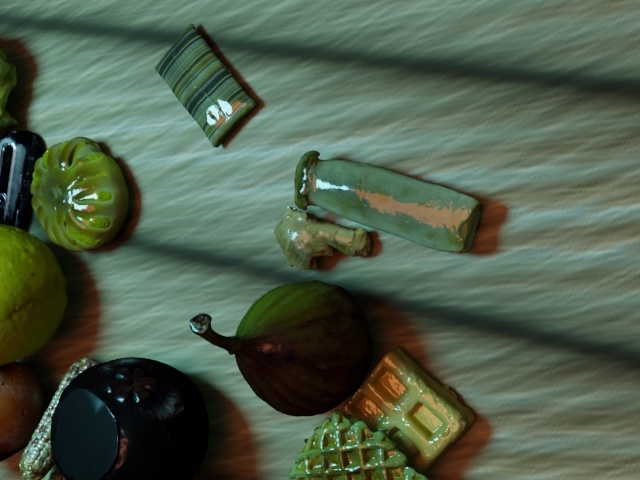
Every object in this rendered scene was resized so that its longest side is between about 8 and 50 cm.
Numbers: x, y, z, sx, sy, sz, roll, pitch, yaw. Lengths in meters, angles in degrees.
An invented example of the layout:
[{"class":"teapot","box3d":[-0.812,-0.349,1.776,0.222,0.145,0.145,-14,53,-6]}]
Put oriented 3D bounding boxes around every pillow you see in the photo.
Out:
[{"class":"pillow","box3d":[-0.205,-0.271,1.604,0.113,0.038,0.203,-45,71,19]}]

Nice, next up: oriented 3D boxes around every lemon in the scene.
[{"class":"lemon","box3d":[-0.600,0.101,1.649,0.258,0.310,0.258,10,111,28]}]

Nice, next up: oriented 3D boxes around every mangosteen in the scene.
[{"class":"mangosteen","box3d":[-0.324,0.340,1.548,0.287,0.233,0.287,-2,85,31]}]

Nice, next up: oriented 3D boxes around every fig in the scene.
[{"class":"fig","box3d":[-0.077,0.152,1.384,0.217,0.321,0.217,-15,69,43]}]

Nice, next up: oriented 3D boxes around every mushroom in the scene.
[{"class":"mushroom","box3d":[0.097,-0.062,1.438,0.312,0.081,0.100,17,104,21]}]

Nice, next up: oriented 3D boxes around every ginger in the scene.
[{"class":"ginger","box3d":[-0.003,0.008,1.490,0.165,0.067,0.096,16,96,20]}]

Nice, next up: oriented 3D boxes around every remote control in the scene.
[{"class":"remote control","box3d":[-0.606,-0.084,1.780,0.090,0.066,0.266,19,97,29]}]

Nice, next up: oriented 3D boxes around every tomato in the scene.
[{"class":"tomato","box3d":[-0.618,0.320,1.707,0.208,0.208,0.184,-1,93,26]}]

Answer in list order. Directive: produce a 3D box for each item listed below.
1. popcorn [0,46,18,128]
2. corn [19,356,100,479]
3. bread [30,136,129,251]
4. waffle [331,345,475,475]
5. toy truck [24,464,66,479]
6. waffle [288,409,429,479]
[{"class":"popcorn","box3d":[-0.710,-0.276,1.752,0.258,0.224,0.270,17,91,18]},{"class":"corn","box3d":[-0.461,0.318,1.649,0.079,0.079,0.237,14,60,25]},{"class":"bread","box3d":[-0.451,-0.082,1.688,0.213,0.105,0.213,1,93,27]},{"class":"waffle","box3d":[0.096,0.316,1.442,0.168,0.057,0.274,44,107,20]},{"class":"toy truck","box3d":[-0.493,0.442,1.711,0.116,0.085,0.191,27,97,32]},{"class":"waffle","box3d":[0.047,0.375,1.403,0.208,0.054,0.214,35,109,19]}]
